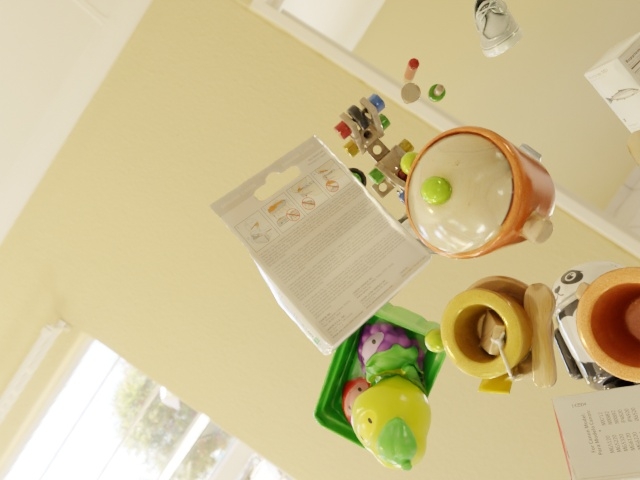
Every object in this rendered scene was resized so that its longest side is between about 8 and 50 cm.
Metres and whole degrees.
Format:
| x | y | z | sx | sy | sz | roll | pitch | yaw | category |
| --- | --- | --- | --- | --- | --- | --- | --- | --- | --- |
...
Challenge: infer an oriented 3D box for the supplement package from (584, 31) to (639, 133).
| x | y | z | sx | sy | sz | roll | pitch | yaw | category |
| --- | --- | --- | --- | --- | --- | --- | --- | --- | --- |
| 0.645 | -0.312 | 1.136 | 0.105 | 0.179 | 0.105 | -44 | 6 | -8 | supplement package |

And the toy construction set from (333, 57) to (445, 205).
| x | y | z | sx | sy | sz | roll | pitch | yaw | category |
| --- | --- | --- | --- | --- | --- | --- | --- | --- | --- |
| 0.159 | -0.223 | 1.266 | 0.237 | 0.258 | 0.308 | -37 | -31 | -86 | toy construction set |

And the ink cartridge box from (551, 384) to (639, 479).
| x | y | z | sx | sy | sz | roll | pitch | yaw | category |
| --- | --- | --- | --- | --- | --- | --- | --- | --- | --- |
| 0.435 | 0.347 | 0.804 | 0.272 | 0.309 | 0.130 | -15 | 38 | 19 | ink cartridge box |

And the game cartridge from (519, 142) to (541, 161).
| x | y | z | sx | sy | sz | roll | pitch | yaw | category |
| --- | --- | --- | --- | --- | --- | --- | --- | --- | --- |
| 0.434 | -0.165 | 1.215 | 0.017 | 0.056 | 0.083 | -48 | -12 | -30 | game cartridge |

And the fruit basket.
| x | y | z | sx | sy | sz | roll | pitch | yaw | category |
| --- | --- | --- | --- | --- | --- | --- | --- | --- | --- |
| 0.137 | 0.358 | 1.316 | 0.392 | 0.283 | 0.392 | -56 | -19 | -32 | fruit basket |

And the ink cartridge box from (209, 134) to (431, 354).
| x | y | z | sx | sy | sz | roll | pitch | yaw | category |
| --- | --- | --- | --- | --- | --- | --- | --- | --- | --- |
| 0.000 | 0.000 | 0.709 | 0.181 | 0.224 | 0.056 | -38 | -14 | -24 | ink cartridge box |

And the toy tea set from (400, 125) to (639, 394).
| x | y | z | sx | sy | sz | roll | pitch | yaw | category |
| --- | --- | --- | --- | --- | --- | --- | --- | --- | --- |
| 0.185 | 0.003 | 0.351 | 0.124 | 0.199 | 0.336 | 0 | -9 | -45 | toy tea set |

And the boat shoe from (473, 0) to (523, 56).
| x | y | z | sx | sy | sz | roll | pitch | yaw | category |
| --- | --- | --- | --- | --- | --- | --- | --- | --- | --- |
| 0.334 | -0.430 | 1.115 | 0.079 | 0.081 | 0.227 | -30 | 26 | 26 | boat shoe |

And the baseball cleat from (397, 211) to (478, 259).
| x | y | z | sx | sy | sz | roll | pitch | yaw | category |
| --- | --- | --- | --- | --- | --- | --- | --- | --- | --- |
| 0.239 | -0.016 | 1.122 | 0.072 | 0.206 | 0.109 | -86 | -10 | -56 | baseball cleat |

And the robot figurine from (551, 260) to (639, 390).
| x | y | z | sx | sy | sz | roll | pitch | yaw | category |
| --- | --- | --- | --- | --- | --- | --- | --- | --- | --- |
| 0.540 | 0.169 | 1.052 | 0.209 | 0.278 | 0.173 | -27 | -34 | 18 | robot figurine |
